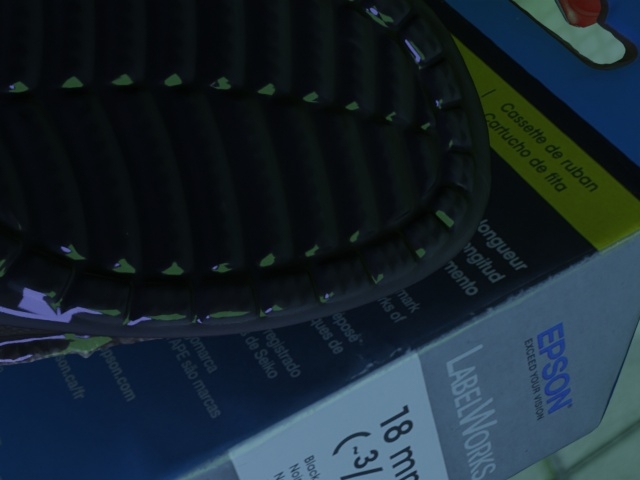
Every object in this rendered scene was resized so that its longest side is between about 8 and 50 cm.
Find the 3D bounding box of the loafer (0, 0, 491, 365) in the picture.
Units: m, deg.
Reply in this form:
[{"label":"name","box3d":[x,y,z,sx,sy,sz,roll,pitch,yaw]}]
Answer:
[{"label":"loafer","box3d":[-0.127,-0.024,0.435,0.366,0.134,0.130,-3,171,-14]}]

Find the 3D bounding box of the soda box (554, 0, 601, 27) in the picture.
[{"label":"soda box","box3d":[0.219,-0.205,0.655,0.263,0.083,0.092,-23,137,17]}]

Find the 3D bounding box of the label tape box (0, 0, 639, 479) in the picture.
[{"label":"label tape box","box3d":[0.000,0.000,0.569,0.333,0.240,0.106,-27,133,-10]}]
